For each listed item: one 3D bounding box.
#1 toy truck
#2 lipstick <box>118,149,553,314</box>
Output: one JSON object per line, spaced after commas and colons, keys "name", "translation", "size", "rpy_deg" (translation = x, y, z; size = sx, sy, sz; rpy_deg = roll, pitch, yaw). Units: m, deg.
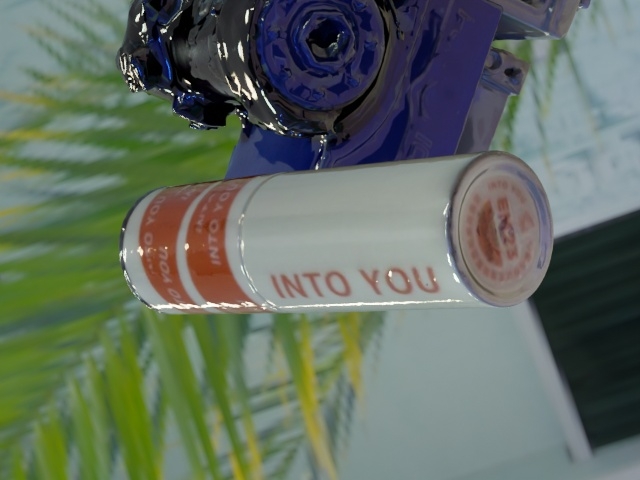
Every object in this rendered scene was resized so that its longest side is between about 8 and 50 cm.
{"name": "toy truck", "translation": [0.029, -0.106, 0.776], "size": [0.161, 0.177, 0.213], "rpy_deg": [14, 85, 67]}
{"name": "lipstick", "translation": [0.000, 0.000, 0.476], "size": [0.038, 0.130, 0.038], "rpy_deg": [3, -95, -41]}
